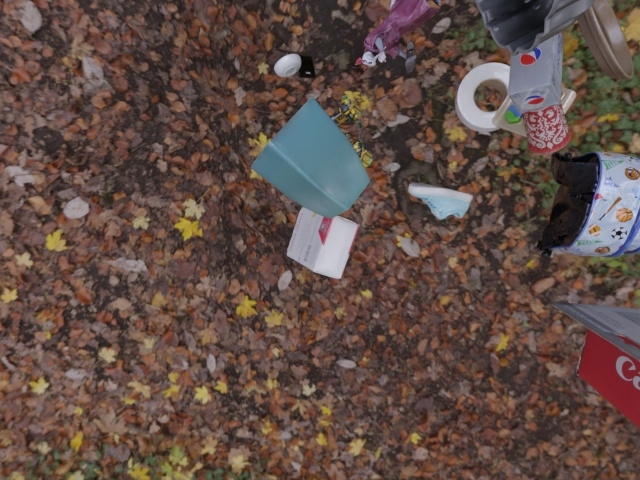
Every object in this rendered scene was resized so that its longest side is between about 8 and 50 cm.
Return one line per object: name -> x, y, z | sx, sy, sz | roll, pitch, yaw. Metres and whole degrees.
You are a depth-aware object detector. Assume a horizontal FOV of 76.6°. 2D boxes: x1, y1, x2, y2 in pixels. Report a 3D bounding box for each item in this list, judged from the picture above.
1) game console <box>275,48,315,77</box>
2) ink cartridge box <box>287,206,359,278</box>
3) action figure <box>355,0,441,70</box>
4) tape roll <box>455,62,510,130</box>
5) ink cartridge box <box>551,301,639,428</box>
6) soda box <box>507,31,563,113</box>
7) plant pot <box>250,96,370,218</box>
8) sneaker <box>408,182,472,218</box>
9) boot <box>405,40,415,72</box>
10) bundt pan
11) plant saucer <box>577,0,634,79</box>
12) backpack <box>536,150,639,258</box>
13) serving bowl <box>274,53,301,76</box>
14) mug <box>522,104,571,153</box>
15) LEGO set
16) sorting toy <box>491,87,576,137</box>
game console -> -0.080, -0.588, 1.349 | 0.071, 0.122, 0.107 | -6, 106, 29
ink cartridge box -> 0.000, 0.000, 1.619 | 0.131, 0.306, 0.226 | 18, 93, -25
action figure -> 0.266, -0.815, 1.550 | 0.370, 0.248, 0.276 | -35, 83, 27
tape roll -> 0.756, -0.638, 1.820 | 0.286, 0.100, 0.286 | 1, 93, 12
ink cartridge box -> 0.482, 0.194, 0.503 | 0.271, 0.309, 0.130 | 6, 101, 2
soda box -> 0.529, -0.465, 0.990 | 0.091, 0.098, 0.286 | 25, 69, -44
plant pot -> -0.011, -0.175, 0.970 | 0.234, 0.165, 0.166 | 42, 68, -12
sneaker -> 0.555, -0.173, 1.886 | 0.366, 0.135, 0.150 | 8, 102, -25
boot -> 0.334, -0.672, 1.495 | 0.037, 0.114, 0.106 | 5, 108, 12
bundt pan -> 0.386, -0.520, 0.720 | 0.124, 0.331, 0.331 | -20, 110, 5
plant saucer -> 0.688, -0.513, 0.990 | 0.278, 0.041, 0.278 | 13, 68, -35
backpack -> 0.628, -0.074, 0.911 | 0.213, 0.263, 0.277 | 9, 95, 22
serving bowl -> -0.090, -0.496, 1.165 | 0.083, 0.083, 0.027 | -26, 83, -4
mug -> 0.624, -0.353, 1.153 | 0.113, 0.150, 0.169 | -32, 137, 18
LEGO set -> 0.037, -0.388, 1.502 | 0.192, 0.255, 0.331 | 19, 62, -48
sorting toy -> 0.745, -0.467, 1.430 | 0.038, 0.208, 0.193 | 15, 109, -53
